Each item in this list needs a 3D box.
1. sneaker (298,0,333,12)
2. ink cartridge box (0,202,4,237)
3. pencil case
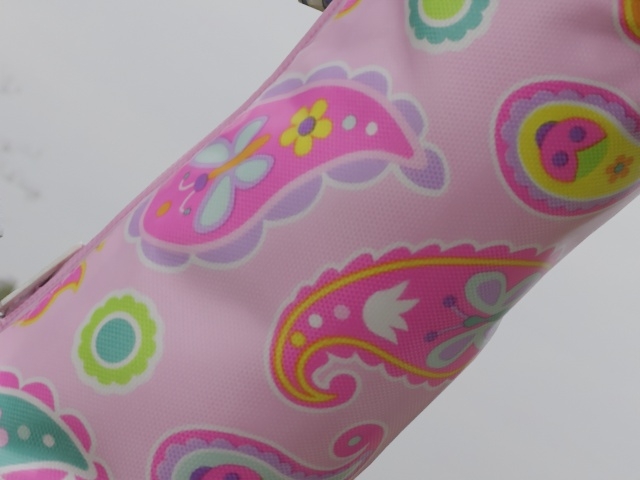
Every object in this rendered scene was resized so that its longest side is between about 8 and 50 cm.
[{"bbox_3d":[0.090,-0.237,0.868,0.127,0.315,0.182,14,-2,-29],"label":"sneaker"},{"bbox_3d":[-0.257,-0.027,0.845,0.208,0.086,0.153,-10,-3,11],"label":"ink cartridge box"},{"bbox_3d":[0.000,0.000,0.604,0.124,0.284,0.124,43,13,-13],"label":"pencil case"}]
